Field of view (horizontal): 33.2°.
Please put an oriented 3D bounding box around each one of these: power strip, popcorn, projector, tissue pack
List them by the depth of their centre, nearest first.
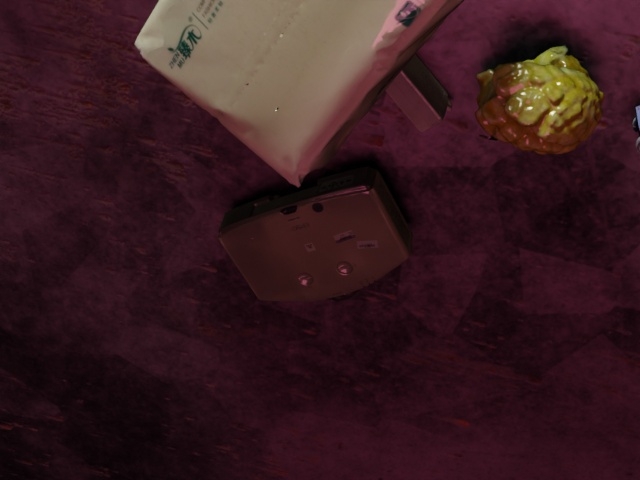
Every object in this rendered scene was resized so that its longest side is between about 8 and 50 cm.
[{"bbox_3d":[-0.006,-0.299,1.319,0.297,0.207,0.380,41,124,2],"label":"tissue pack"},{"bbox_3d":[0.279,-0.178,1.420,0.173,0.173,0.142,3,119,9],"label":"popcorn"},{"bbox_3d":[0.112,-0.226,1.464,0.042,0.075,0.175,-30,115,31],"label":"power strip"},{"bbox_3d":[0.000,0.000,1.650,0.269,0.088,0.193,-16,123,23],"label":"projector"}]

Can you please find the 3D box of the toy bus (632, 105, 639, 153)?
[{"bbox_3d":[0.485,-0.109,1.474,0.076,0.073,0.167,-20,120,22],"label":"toy bus"}]
